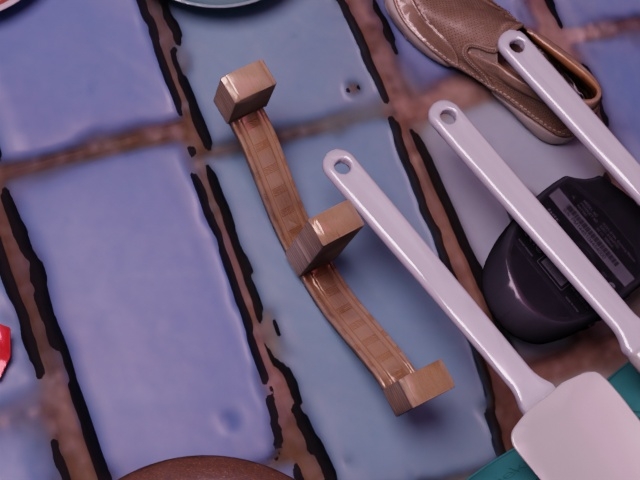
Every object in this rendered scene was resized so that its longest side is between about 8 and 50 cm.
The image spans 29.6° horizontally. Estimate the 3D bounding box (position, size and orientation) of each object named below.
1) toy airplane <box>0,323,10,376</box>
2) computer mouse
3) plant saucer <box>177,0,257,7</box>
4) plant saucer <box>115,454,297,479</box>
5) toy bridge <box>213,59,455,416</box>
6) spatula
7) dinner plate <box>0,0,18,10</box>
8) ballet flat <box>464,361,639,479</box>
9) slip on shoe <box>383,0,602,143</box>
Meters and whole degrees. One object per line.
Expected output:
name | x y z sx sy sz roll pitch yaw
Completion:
toy airplane | -0.211 0.013 0.563 0.151 0.028 0.151 3 71 -9
computer mouse | 0.176 -0.019 0.656 0.242 0.041 0.071 -31 79 -26
plant saucer | -0.062 -0.175 0.661 0.119 0.021 0.119 3 71 -10
plant saucer | -0.049 0.179 0.543 0.169 0.029 0.168 4 72 -11
toy bridge | 0.000 0.000 0.593 0.026 0.063 0.188 -27 81 -19
spatula | 0.121 0.014 0.580 0.168 0.019 0.242 -35 75 -18
dinner plate | -0.202 -0.173 0.633 0.141 0.017 0.141 3 72 -11
ballet flat | 0.152 0.108 0.598 0.206 0.073 0.067 -28 107 -16
slip on shoe | 0.095 -0.107 0.661 0.135 0.041 0.051 43 69 4
